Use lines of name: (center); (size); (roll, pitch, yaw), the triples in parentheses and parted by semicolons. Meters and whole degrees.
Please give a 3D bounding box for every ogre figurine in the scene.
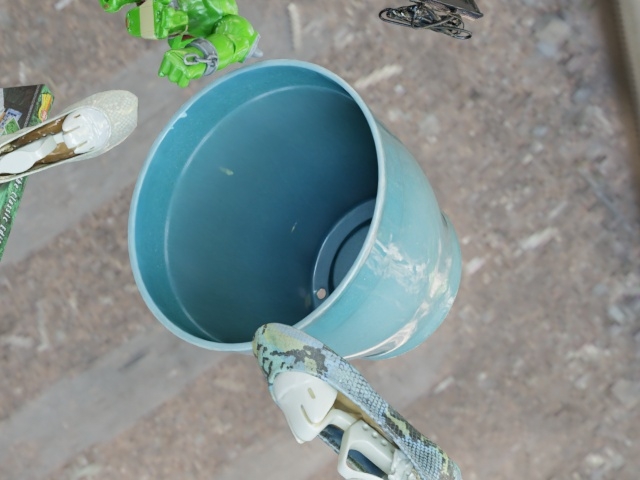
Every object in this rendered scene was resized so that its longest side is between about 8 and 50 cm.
ogre figurine: (-0.129, -0.212, 1.263); (0.118, 0.197, 0.097); (-6, 120, -44)

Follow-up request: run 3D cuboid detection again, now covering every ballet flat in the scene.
ballet flat: (0.018, 0.133, 1.010); (0.070, 0.188, 0.070); (-52, 174, -7)
ballet flat: (-0.248, -0.092, 1.349); (0.168, 0.052, 0.057); (-23, 108, 10)

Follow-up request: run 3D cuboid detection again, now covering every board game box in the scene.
board game box: (-0.369, -0.045, 1.462); (0.136, 0.260, 0.030); (-1, 148, 22)

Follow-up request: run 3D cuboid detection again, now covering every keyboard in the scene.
keyboard: (0.065, -0.215, 1.203); (0.038, 0.100, 0.192); (-40, 152, 31)

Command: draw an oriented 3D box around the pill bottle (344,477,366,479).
pill bottle: (-0.036, 0.201, 0.625); (0.208, 0.117, 0.117); (-42, 142, 15)

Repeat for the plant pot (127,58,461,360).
plant pot: (0.000, 0.000, 1.357); (0.271, 0.271, 0.255); (-46, 146, 10)
